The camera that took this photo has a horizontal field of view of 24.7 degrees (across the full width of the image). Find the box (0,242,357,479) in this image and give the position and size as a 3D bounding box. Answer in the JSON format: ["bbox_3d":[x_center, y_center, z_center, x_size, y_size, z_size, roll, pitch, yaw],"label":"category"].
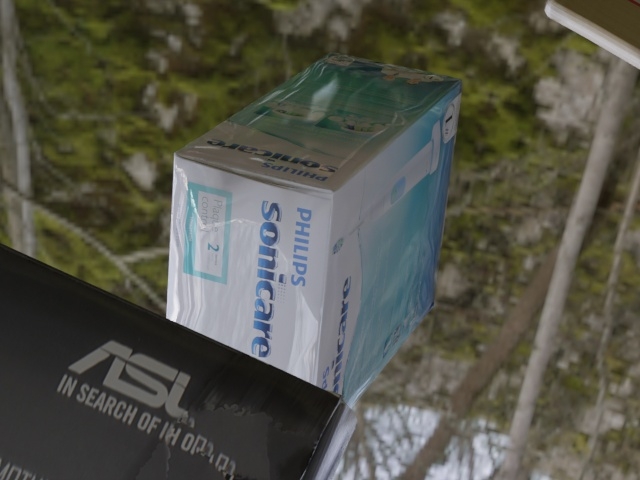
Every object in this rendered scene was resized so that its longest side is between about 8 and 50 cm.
[{"bbox_3d":[-0.175,0.098,0.435,0.307,0.076,0.242,24,-99,10],"label":"box"}]

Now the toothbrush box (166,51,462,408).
[{"bbox_3d":[0.000,0.000,1.133,0.126,0.216,0.295,13,-154,17],"label":"toothbrush box"}]

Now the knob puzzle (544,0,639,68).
[{"bbox_3d":[0.220,-0.102,0.689,0.213,0.030,0.213,8,-130,-10],"label":"knob puzzle"}]
